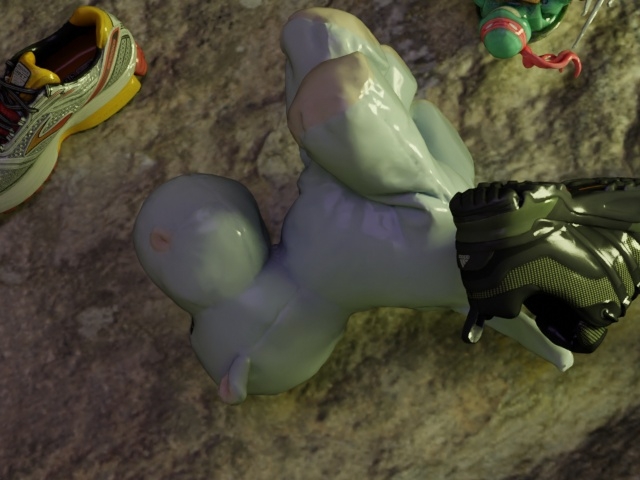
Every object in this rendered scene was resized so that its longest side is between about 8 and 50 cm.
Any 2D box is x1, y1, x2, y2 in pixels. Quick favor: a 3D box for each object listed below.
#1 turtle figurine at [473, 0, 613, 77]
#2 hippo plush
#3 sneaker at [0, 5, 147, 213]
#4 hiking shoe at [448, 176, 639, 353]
[{"bbox_3d":[0.162,-0.223,1.325,0.175,0.118,0.234,16,51,3],"label":"turtle figurine"},{"bbox_3d":[0.000,0.000,1.225,0.236,0.234,0.294,-34,103,13],"label":"hippo plush"},{"bbox_3d":[-0.247,-0.109,1.364,0.088,0.093,0.225,36,76,26],"label":"sneaker"},{"bbox_3d":[0.183,0.016,1.108,0.227,0.086,0.114,-1,96,-26],"label":"hiking shoe"}]
